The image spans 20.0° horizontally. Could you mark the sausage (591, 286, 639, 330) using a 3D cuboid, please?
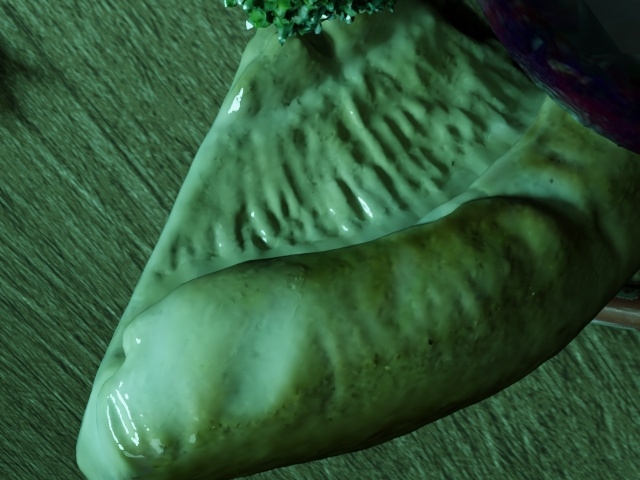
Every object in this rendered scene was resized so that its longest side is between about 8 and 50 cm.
[{"bbox_3d":[0.208,0.047,1.374,0.253,0.034,0.034,9,143,34],"label":"sausage"}]

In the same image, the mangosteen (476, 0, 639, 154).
[{"bbox_3d":[0.191,-0.168,0.753,0.306,0.359,0.306,5,106,16],"label":"mangosteen"}]

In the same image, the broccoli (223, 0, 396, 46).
[{"bbox_3d":[-0.037,-0.229,1.061,0.194,0.194,0.219,12,107,32],"label":"broccoli"}]

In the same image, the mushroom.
[{"bbox_3d":[0.030,0.032,1.155,0.313,0.397,0.224,27,152,2],"label":"mushroom"}]
